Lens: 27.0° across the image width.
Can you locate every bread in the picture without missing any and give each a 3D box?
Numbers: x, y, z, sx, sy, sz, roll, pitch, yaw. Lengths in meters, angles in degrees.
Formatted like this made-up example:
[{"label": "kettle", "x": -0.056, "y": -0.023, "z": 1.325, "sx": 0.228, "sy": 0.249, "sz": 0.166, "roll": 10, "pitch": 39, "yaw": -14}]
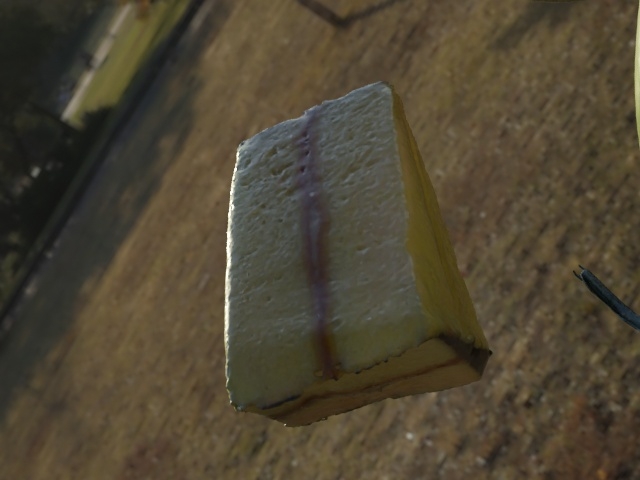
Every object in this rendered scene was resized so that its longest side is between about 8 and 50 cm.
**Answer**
[{"label": "bread", "x": -0.001, "y": -0.003, "z": 0.997, "sx": 0.167, "sy": 0.163, "sz": 0.264, "roll": -23, "pitch": 71, "yaw": 15}]

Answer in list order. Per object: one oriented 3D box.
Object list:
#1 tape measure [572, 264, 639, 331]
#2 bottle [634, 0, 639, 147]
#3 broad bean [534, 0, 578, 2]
[{"label": "tape measure", "x": 0.305, "y": 0.009, "z": 0.868, "sx": 0.330, "sy": 0.084, "sz": 0.164, "roll": 14, "pitch": 96, "yaw": 61}, {"label": "bottle", "x": 0.154, "y": -0.032, "z": 0.405, "sx": 0.112, "sy": 0.260, "sz": 0.112, "roll": -14, "pitch": 17, "yaw": 4}, {"label": "broad bean", "x": 0.182, "y": -0.245, "z": 0.772, "sx": 0.263, "sy": 0.189, "sz": 0.121, "roll": -51, "pitch": 21, "yaw": -10}]
